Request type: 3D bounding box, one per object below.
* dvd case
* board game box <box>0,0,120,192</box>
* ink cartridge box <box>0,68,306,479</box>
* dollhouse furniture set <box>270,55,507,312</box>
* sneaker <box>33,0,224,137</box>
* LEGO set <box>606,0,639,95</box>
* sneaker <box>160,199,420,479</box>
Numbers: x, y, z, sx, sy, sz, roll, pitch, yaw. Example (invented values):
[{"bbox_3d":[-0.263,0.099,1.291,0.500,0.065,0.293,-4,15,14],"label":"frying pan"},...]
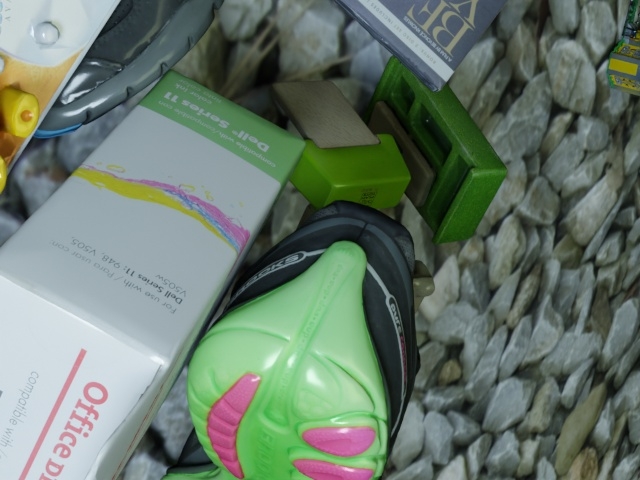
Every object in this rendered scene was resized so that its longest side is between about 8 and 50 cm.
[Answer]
[{"bbox_3d":[0.104,-0.264,1.113,0.164,0.018,0.221,41,75,-13],"label":"dvd case"},{"bbox_3d":[-0.234,-0.276,0.721,0.390,0.050,0.390,37,80,-35],"label":"board game box"},{"bbox_3d":[-0.145,0.060,0.815,0.207,0.119,0.353,-60,-179,33],"label":"ink cartridge box"},{"bbox_3d":[0.000,0.000,1.156,0.197,0.151,0.301,-8,139,-33],"label":"dollhouse furniture set"},{"bbox_3d":[-0.116,-0.220,0.917,0.139,0.125,0.341,43,76,-20],"label":"sneaker"},{"bbox_3d":[0.483,-0.282,1.441,0.255,0.192,0.331,7,103,-48],"label":"LEGO set"},{"bbox_3d":[-0.006,0.129,0.996,0.202,0.185,0.483,-61,178,-27],"label":"sneaker"}]
